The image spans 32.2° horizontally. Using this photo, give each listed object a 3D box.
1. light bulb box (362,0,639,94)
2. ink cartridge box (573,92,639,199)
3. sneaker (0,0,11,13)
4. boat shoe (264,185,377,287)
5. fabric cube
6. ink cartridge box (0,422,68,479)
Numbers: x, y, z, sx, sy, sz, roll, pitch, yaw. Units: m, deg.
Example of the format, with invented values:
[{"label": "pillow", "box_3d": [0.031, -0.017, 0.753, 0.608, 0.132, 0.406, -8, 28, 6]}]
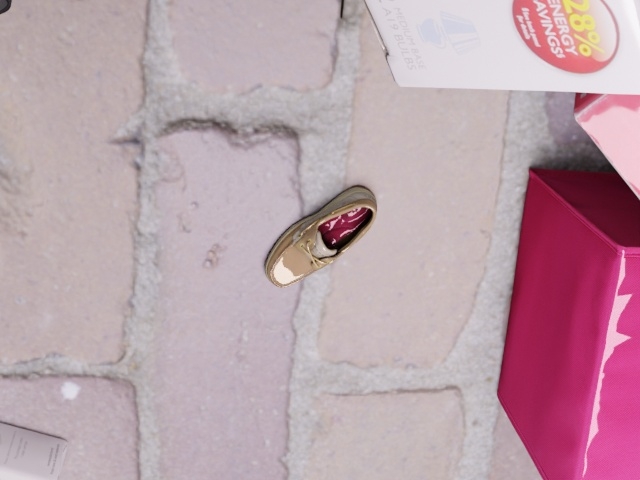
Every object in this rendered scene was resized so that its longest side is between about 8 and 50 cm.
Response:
[{"label": "light bulb box", "box_3d": [0.164, -0.344, 0.752, 0.361, 0.225, 0.358, -49, 128, -30]}, {"label": "ink cartridge box", "box_3d": [0.407, -0.188, 0.890, 0.385, 0.279, 0.160, -38, 96, 24]}, {"label": "sneaker", "box_3d": [-0.321, -0.309, 0.930, 0.106, 0.101, 0.267, -9, 111, -27]}, {"label": "boat shoe", "box_3d": [0.000, 0.000, 1.091, 0.135, 0.045, 0.050, -43, 109, 9]}, {"label": "fabric cube", "box_3d": [0.335, 0.091, 1.056, 0.259, 0.254, 0.258, 3, 107, -7]}, {"label": "ink cartridge box", "box_3d": [-0.384, 0.256, 1.111, 0.218, 0.092, 0.158, 18, 106, -11]}]
